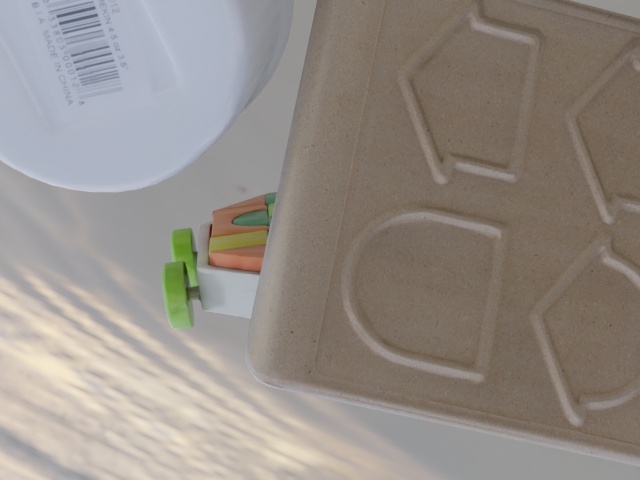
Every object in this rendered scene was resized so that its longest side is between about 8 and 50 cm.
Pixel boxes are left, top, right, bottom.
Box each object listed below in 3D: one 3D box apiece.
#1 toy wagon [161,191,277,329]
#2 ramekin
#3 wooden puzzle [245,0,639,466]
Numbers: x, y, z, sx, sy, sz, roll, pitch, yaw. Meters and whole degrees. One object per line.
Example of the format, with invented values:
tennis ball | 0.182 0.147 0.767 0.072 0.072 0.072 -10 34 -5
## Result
toy wagon | 0.000 0.000 1.364 0.267 0.068 0.344 -7 -166 -1
ramekin | -0.166 -0.171 1.174 0.277 0.135 0.277 3 118 6
wooden puzzle | 0.142 -0.018 1.115 0.347 0.322 0.080 12 168 -4
